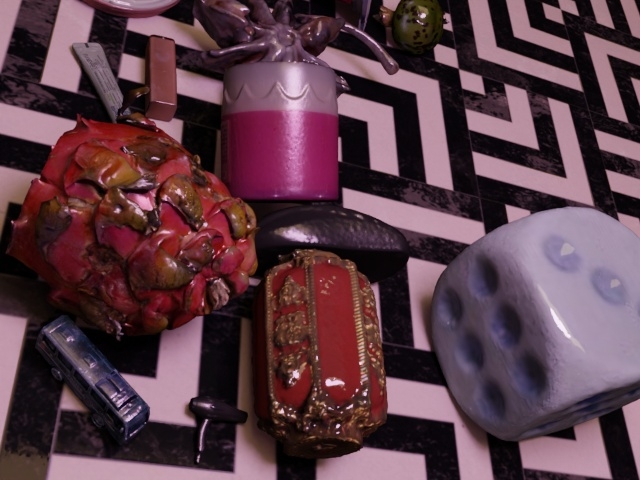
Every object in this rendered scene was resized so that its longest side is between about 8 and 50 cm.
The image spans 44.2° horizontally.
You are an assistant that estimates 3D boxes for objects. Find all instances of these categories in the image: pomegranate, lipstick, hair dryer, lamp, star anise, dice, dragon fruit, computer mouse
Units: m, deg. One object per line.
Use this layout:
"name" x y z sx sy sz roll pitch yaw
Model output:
"pomegranate" 0.173 -0.433 1.563 0.161 0.122 0.122 16 48 17
"lipstick" -0.255 -0.261 1.261 0.045 0.045 0.145 8 55 -25
"hair dryer" -0.136 0.243 1.001 0.079 0.031 0.083 23 64 -23
"lamp" -0.005 0.146 1.041 0.177 0.177 0.274 10 53 -21
"star anise" -0.066 -0.298 1.339 0.359 0.139 0.316 35 66 -13
"dice" 0.340 0.125 1.163 0.262 0.264 0.268 -4 62 -29
"dragon fruit" -0.214 -0.014 0.993 0.291 0.250 0.269 21 32 -9
"computer mouse" 0.000 0.000 1.156 0.270 0.137 0.086 6 62 -22

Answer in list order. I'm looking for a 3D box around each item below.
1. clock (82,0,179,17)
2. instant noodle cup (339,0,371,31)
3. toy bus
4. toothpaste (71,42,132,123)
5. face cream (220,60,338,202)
"clock" -0.344 -0.482 1.359 0.244 0.056 0.244 13 53 -18
"instant noodle cup" 0.026 -0.565 1.497 0.182 0.258 0.302 12 95 1
"toy bus" -0.274 0.167 0.949 0.166 0.065 0.047 45 49 8
"toothpaste" -0.329 -0.234 1.217 0.048 0.029 0.197 -13 63 -36
"face cream" -0.060 -0.152 1.160 0.175 0.175 0.195 -1 91 -28
